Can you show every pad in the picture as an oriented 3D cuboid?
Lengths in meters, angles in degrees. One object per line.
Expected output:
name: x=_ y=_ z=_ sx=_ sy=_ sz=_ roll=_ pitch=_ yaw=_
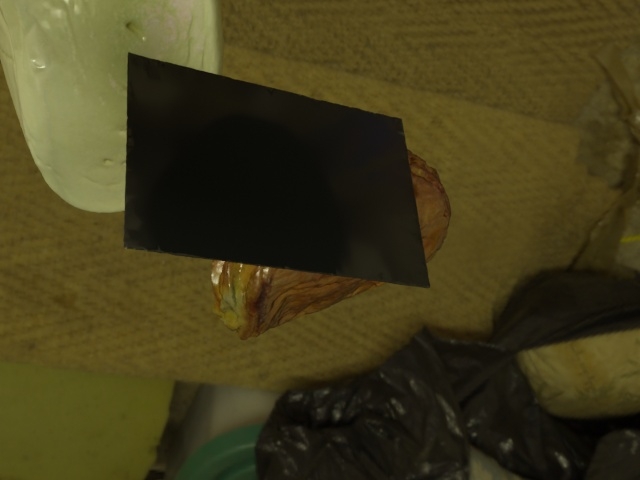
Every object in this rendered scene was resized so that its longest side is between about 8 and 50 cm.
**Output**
pad: x=-0.023 y=-0.039 z=0.482 sx=0.190 sy=0.127 sz=0.004 roll=9 pitch=150 yaw=-26

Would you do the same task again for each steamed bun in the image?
steamed bun: x=-0.277 y=-0.303 z=1.052 sx=0.290 sy=0.371 sz=0.455 roll=-15 pitch=129 yaw=-19

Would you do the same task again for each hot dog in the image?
hot dog: x=0.000 y=0.000 z=0.813 sx=0.272 sy=0.122 sz=0.196 roll=-21 pitch=146 yaw=-31
